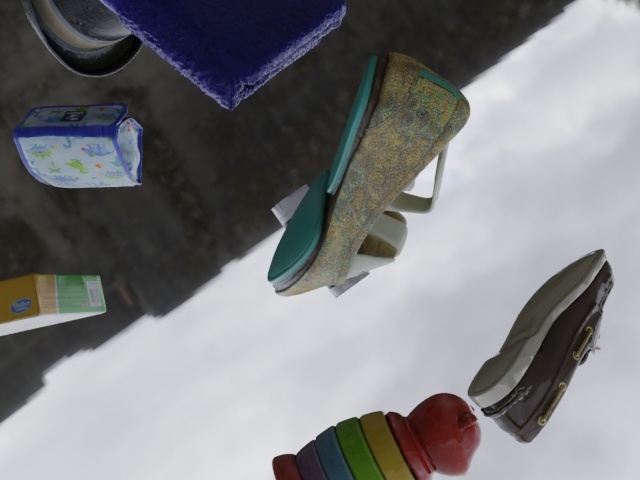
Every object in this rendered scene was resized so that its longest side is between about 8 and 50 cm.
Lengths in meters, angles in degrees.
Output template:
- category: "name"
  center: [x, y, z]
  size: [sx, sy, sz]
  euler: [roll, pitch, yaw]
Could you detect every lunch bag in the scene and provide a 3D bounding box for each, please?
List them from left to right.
- category: "lunch bag"
  center: [-0.294, -0.119, 1.628]
  size: [0.129, 0.096, 0.151]
  euler: [-2, 174, 5]

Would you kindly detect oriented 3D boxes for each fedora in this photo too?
- category: "fedora"
  center: [-0.289, -0.394, 1.922]
  size: [0.153, 0.334, 0.334]
  euler: [-3, -150, 27]

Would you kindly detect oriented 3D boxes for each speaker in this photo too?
- category: "speaker"
  center: [0.000, 0.000, 1.603]
  size: [0.055, 0.136, 0.055]
  euler: [-35, 178, -1]

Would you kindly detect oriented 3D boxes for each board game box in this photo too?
- category: "board game box"
  center: [-0.531, 0.116, 2.078]
  size: [0.317, 0.064, 0.242]
  euler: [-13, 175, 13]

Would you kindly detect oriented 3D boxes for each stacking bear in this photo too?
- category: "stacking bear"
  center: [0.093, 0.314, 1.866]
  size: [0.289, 0.164, 0.175]
  euler: [-27, 174, 3]

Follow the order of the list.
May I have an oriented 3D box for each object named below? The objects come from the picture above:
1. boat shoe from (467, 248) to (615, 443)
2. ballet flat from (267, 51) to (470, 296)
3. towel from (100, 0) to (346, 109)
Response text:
- category: "boat shoe"
  center: [0.311, 0.133, 1.751]
  size: [0.116, 0.096, 0.324]
  euler: [-34, -170, 50]
- category: "ballet flat"
  center: [0.045, -0.038, 1.263]
  size: [0.123, 0.123, 0.348]
  euler: [-46, 170, -39]
- category: "towel"
  center: [-0.147, -0.281, 1.422]
  size: [0.228, 0.308, 0.076]
  euler: [-43, 168, -39]
